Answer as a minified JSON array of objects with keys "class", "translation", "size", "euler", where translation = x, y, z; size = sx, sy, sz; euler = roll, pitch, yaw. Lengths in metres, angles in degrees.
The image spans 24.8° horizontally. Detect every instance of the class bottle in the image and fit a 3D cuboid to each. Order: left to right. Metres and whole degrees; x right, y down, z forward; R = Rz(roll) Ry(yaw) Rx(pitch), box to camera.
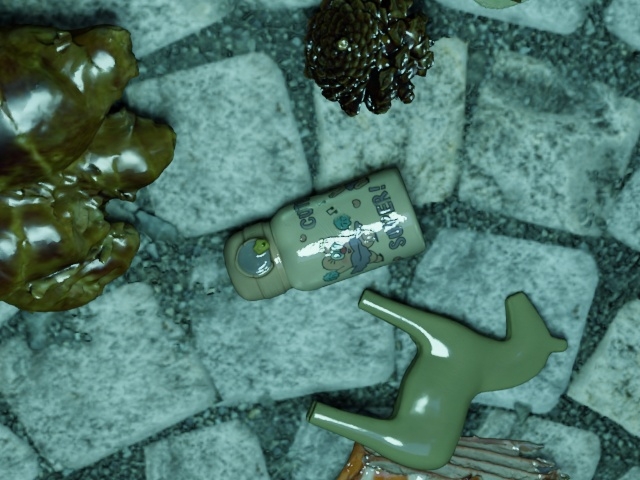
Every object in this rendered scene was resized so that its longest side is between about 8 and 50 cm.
[{"class":"bottle","translation":[0.000,0.000,1.543],"size":[0.209,0.110,0.097],"euler":[-20,81,2]}]

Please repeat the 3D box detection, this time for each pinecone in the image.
[{"class":"pinecone","translation":[0.053,-0.192,1.467],"size":[0.120,0.140,0.140],"euler":[15,114,-45]}]

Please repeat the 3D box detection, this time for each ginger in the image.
[{"class":"ginger","translation":[-0.296,-0.069,1.464],"size":[0.274,0.152,0.358],"euler":[17,111,-12]}]

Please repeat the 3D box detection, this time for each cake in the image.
[{"class":"cake","translation":[0.141,0.276,1.675],"size":[0.287,0.098,0.135],"euler":[-11,113,0]}]

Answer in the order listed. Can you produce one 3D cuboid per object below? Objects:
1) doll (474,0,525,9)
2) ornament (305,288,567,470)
[{"class":"doll","translation":[0.195,-0.311,1.429],"size":[0.278,0.149,0.175],"euler":[2,145,7]},{"class":"ornament","translation":[0.137,0.145,1.622],"size":[0.244,0.061,0.230],"euler":[22,83,-6]}]
